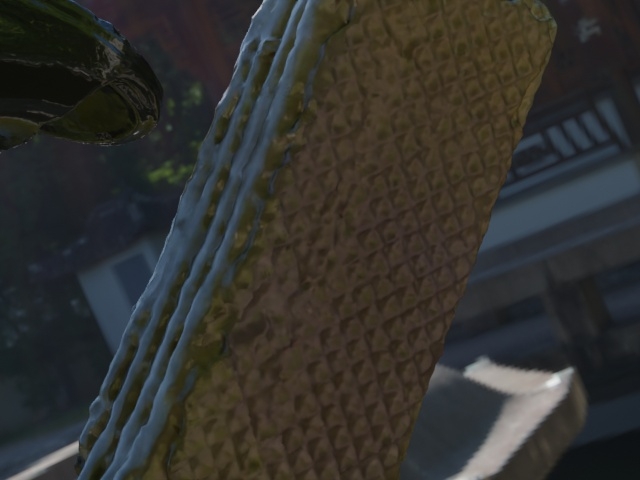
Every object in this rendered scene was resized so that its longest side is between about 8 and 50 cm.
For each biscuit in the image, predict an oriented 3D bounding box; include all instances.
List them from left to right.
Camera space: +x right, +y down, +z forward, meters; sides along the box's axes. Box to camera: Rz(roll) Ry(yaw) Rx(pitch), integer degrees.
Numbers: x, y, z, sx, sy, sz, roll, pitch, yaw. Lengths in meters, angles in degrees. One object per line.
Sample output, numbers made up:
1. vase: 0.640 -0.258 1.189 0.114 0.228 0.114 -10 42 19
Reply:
1. biscuit: 0.000 0.000 0.467 0.108 0.239 0.062 26 -9 -33

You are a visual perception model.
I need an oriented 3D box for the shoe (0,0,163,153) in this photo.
1. shoe: -0.195 -0.083 0.602 0.108 0.241 0.093 -23 46 53
